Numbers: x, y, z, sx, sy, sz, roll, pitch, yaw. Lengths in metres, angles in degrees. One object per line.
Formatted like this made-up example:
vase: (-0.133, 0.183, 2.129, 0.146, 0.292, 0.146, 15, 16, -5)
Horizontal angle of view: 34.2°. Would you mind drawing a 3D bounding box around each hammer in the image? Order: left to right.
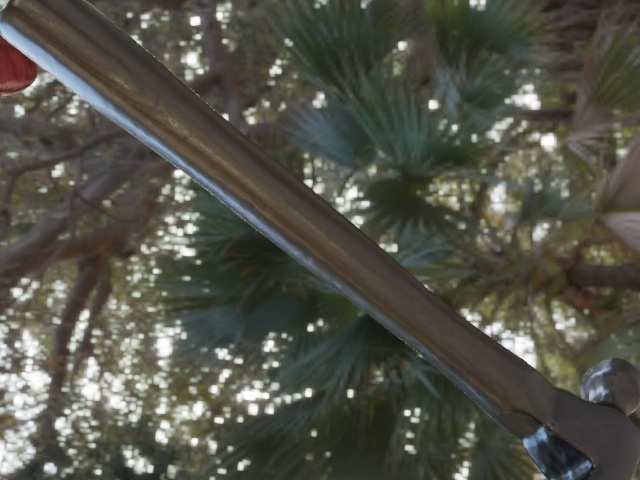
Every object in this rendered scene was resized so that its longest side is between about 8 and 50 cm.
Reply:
hammer: (0.000, 0.000, 0.596, 0.044, 0.440, 0.168, -52, -2, 36)

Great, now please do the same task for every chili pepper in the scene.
chili pepper: (-0.452, -0.221, 1.253, 0.092, 0.137, 0.368, -63, -20, 18)
